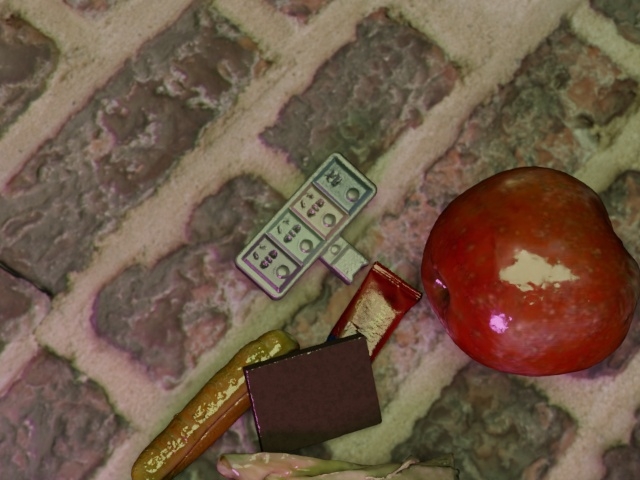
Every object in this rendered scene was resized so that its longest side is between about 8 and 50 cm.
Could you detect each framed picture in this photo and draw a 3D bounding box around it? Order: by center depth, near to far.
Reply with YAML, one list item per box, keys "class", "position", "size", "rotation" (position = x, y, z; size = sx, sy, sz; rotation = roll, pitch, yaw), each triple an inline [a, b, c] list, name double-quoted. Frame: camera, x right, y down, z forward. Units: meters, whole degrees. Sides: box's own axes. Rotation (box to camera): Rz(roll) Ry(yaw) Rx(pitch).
- class: "framed picture"
  position: [-0.009, 0.206, 1.482]
  size: [0.168, 0.023, 0.128]
  rotation: [-15, 103, -15]

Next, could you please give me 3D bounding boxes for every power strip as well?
- class: "power strip"
  position: [0.000, 0.000, 1.556]
  size: [0.145, 0.061, 0.216]
  rotation: [43, 82, 1]

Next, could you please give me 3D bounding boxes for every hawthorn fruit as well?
- class: "hawthorn fruit"
  position: [0.273, 0.038, 1.434]
  size: [0.284, 0.284, 0.284]
  rotation: [0, 78, 0]

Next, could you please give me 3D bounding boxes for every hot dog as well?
- class: "hot dog"
  position: [-0.143, 0.225, 1.492]
  size: [0.286, 0.088, 0.061]
  rotation: [-44, 74, -12]

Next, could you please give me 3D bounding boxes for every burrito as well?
- class: "burrito"
  position: [0.025, 0.367, 1.434]
  size: [0.331, 0.135, 0.190]
  rotation: [0, 71, 3]

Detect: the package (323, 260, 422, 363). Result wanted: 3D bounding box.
- class: "package"
  position: [0.055, 0.131, 1.541]
  size: [0.083, 0.022, 0.200]
  rotation: [34, 79, 7]
